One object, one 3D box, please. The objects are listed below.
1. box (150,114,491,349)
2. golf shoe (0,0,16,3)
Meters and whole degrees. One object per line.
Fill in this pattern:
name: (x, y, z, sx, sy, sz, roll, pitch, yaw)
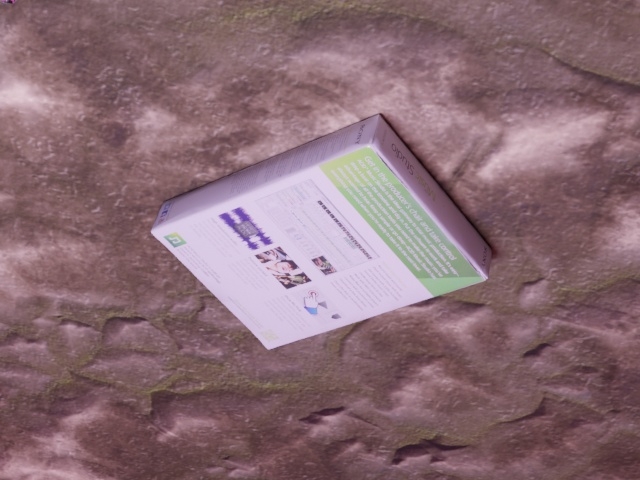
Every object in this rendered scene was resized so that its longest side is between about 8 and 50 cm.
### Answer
box: (0.000, 0.000, 1.711, 0.322, 0.058, 0.232, -19, 128, 34)
golf shoe: (-0.342, -0.316, 1.479, 0.086, 0.067, 0.186, 25, 149, 36)
